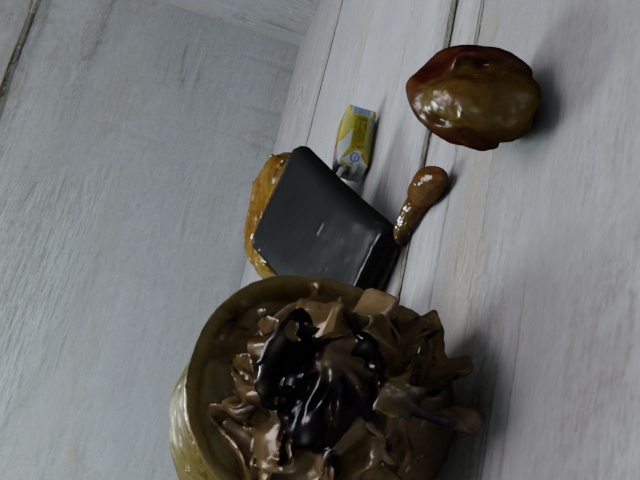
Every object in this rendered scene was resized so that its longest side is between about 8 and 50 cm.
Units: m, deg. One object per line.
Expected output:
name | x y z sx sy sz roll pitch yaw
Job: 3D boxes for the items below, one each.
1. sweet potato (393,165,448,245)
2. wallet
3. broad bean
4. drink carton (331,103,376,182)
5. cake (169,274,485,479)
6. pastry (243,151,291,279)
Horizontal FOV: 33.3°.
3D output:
sweet potato | 0.145 -0.056 1.609 0.214 0.050 0.050 116 167 -62
wallet | 0.001 0.000 1.886 0.228 0.062 0.406 -66 30 15
broad bean | 0.180 -0.173 1.276 0.228 0.156 0.122 -95 19 -81
drink carton | 0.065 -0.178 2.184 0.084 0.075 0.200 121 162 -57
cake | 0.008 0.168 1.189 0.321 0.332 0.332 124 161 -55
pastry | -0.044 -0.041 2.234 0.316 0.184 0.284 -155 74 -73
